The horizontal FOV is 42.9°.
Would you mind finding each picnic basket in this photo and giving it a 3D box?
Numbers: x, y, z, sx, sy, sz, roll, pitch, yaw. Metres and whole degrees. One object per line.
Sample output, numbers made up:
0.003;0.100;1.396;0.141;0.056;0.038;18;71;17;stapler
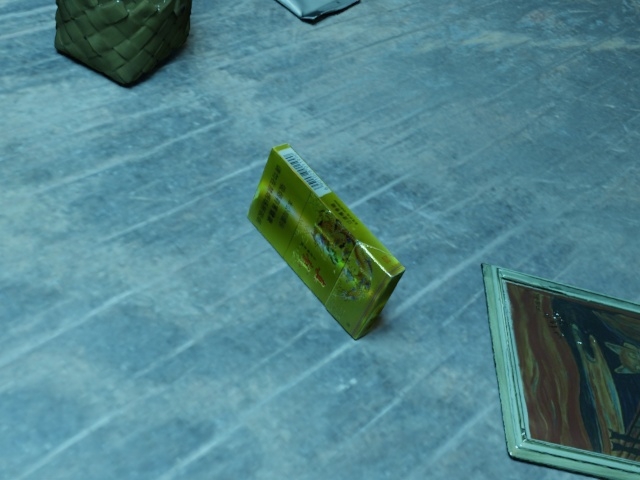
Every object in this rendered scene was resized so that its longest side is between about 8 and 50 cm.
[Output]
-0.183;-0.258;0.779;0.128;0.179;0.138;29;43;5;picnic basket

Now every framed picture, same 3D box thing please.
0.281;0.127;0.743;0.273;0.016;0.217;14;45;-12;framed picture

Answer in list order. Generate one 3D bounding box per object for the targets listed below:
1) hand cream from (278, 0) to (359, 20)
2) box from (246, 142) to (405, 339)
-0.104;-0.394;1.041;0.336;0.076;0.121;40;47;6;hand cream
0.000;0.000;0.684;0.022;0.089;0.156;-23;63;-37;box
